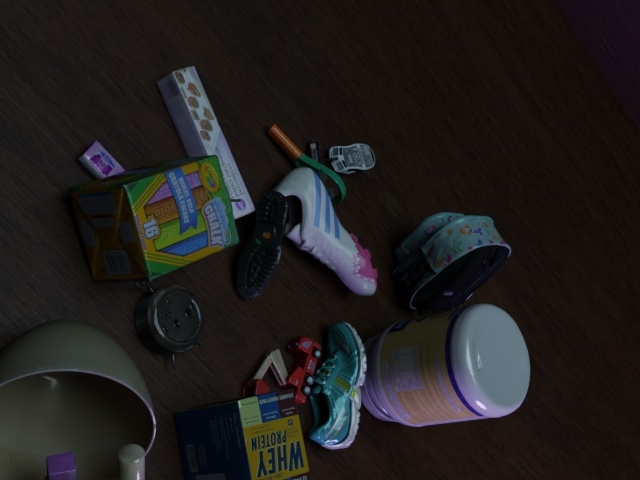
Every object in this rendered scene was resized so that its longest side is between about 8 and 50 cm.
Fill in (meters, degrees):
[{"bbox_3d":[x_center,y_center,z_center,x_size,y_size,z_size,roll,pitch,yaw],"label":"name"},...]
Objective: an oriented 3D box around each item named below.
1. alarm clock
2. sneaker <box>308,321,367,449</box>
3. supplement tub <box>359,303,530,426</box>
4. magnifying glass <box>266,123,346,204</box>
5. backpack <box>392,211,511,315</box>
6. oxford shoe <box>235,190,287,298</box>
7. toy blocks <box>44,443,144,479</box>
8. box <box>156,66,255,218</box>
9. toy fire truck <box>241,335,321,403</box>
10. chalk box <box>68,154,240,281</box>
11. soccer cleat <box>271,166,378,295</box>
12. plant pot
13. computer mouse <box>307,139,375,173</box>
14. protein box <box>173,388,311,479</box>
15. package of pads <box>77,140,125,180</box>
[{"bbox_3d":[-0.291,0.133,1.752,0.192,0.064,0.129,55,47,-11],"label":"alarm clock"},{"bbox_3d":[0.029,0.302,1.978,0.110,0.107,0.275,17,65,-29],"label":"sneaker"},{"bbox_3d":[0.262,0.280,2.039,0.241,0.331,0.241,16,66,-40],"label":"supplement tub"},{"bbox_3d":[-0.033,-0.171,2.091,0.231,0.092,0.026,44,53,-11],"label":"magnifying glass"},{"bbox_3d":[0.319,0.039,2.234,0.225,0.253,0.191,2,55,-42],"label":"backpack"},{"bbox_3d":[-0.114,0.017,1.940,0.082,0.096,0.227,19,80,5],"label":"oxford shoe"},{"bbox_3d":[-0.394,0.499,1.389,0.308,0.260,0.289,-3,34,-16],"label":"toy blocks"},{"bbox_3d":[-0.235,-0.193,1.908,0.063,0.067,0.324,-27,95,-45],"label":"box"},{"bbox_3d":[-0.078,0.270,1.919,0.135,0.047,0.192,37,53,-28],"label":"toy fire truck"},{"bbox_3d":[-0.280,-0.053,1.719,0.289,0.180,0.179,-26,108,-46],"label":"chalk box"},{"bbox_3d":[0.000,0.000,2.054,0.143,0.116,0.331,-34,99,-28],"label":"soccer cleat"},{"bbox_3d":[-0.411,0.238,1.486,0.284,0.284,0.191,33,25,-32],"label":"plant pot"},{"bbox_3d":[0.049,-0.187,2.197,0.193,0.042,0.106,-6,76,-39],"label":"computer mouse"},{"bbox_3d":[-0.144,0.390,1.705,0.136,0.201,0.200,-4,79,-45],"label":"protein box"},{"bbox_3d":[-0.411,-0.140,1.744,0.083,0.032,0.050,49,49,-21],"label":"package of pads"}]
